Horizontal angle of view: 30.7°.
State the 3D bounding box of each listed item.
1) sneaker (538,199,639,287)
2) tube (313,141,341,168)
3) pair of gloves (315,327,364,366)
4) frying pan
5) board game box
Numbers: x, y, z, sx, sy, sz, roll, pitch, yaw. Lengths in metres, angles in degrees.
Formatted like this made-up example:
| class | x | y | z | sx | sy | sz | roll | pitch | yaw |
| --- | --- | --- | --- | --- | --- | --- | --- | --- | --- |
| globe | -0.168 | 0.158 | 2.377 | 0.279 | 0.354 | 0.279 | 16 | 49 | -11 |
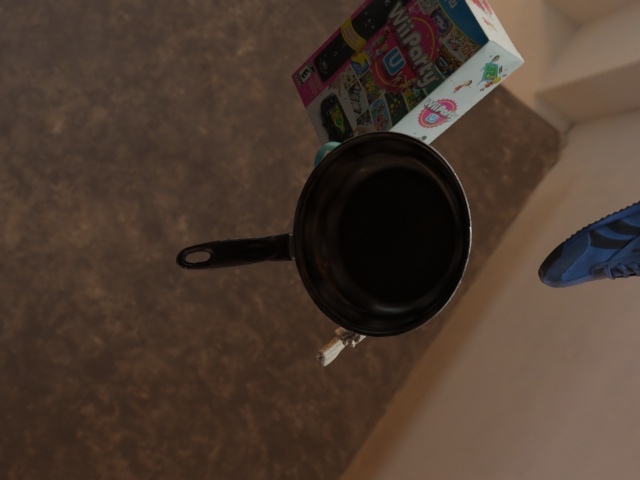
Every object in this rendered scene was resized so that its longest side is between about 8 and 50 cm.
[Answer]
| class | x | y | z | sx | sy | sz | roll | pitch | yaw |
| --- | --- | --- | --- | --- | --- | --- | --- | --- | --- |
| sneaker | 0.320 | 0.008 | 1.154 | 0.209 | 0.082 | 0.069 | -27 | 159 | 13 |
| tube | 0.073 | -0.069 | 1.358 | 0.052 | 0.080 | 0.207 | -26 | -149 | -29 |
| pair of gloves | 0.091 | 0.088 | 1.532 | 0.204 | 0.042 | 0.240 | -38 | 172 | -19 |
| frying pan | 0.013 | 0.025 | 1.149 | 0.326 | 0.197 | 0.053 | -33 | 161 | 29 |
| board game box | 0.117 | -0.251 | 1.697 | 0.303 | 0.097 | 0.224 | -41 | -127 | 25 |
